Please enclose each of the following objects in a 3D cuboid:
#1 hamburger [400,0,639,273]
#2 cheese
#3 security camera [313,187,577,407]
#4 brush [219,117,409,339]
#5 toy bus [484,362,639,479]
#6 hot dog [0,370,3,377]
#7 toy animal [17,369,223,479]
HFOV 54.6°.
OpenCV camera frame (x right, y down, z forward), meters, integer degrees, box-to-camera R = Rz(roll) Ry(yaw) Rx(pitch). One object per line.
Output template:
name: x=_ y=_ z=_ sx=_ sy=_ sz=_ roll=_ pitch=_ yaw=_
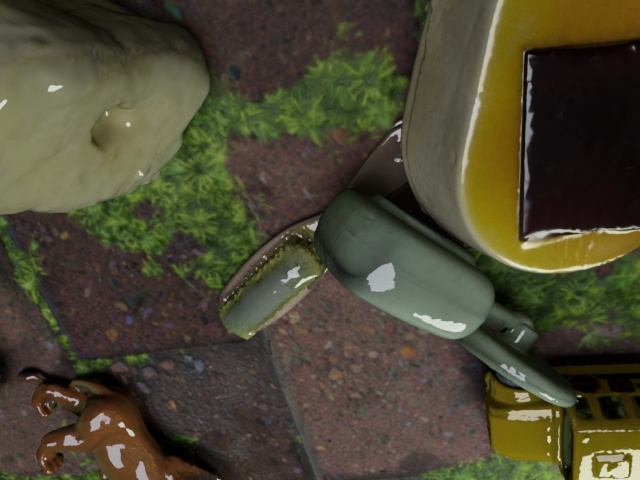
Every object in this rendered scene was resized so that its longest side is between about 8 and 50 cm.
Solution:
hamburger: x=0.184 y=-0.118 z=0.476 sx=0.227 sy=0.151 sz=0.295 roll=9 pitch=111 yaw=-4
cheese: x=-0.251 y=-0.127 z=0.487 sx=0.251 sy=0.248 sz=0.173 roll=32 pitch=117 yaw=-2
security camera: x=0.129 y=0.054 z=0.562 sx=0.302 sy=0.157 sz=0.080 roll=32 pitch=97 yaw=-25
brush: x=0.001 y=0.002 z=0.617 sx=0.072 sy=0.067 sz=0.313 roll=41 pitch=115 yaw=-13
toy bus: x=0.344 y=0.189 z=0.631 sx=0.336 sy=0.123 sz=0.121 roll=-5 pitch=118 yaw=11
hot dog: x=-0.450 y=0.105 z=0.730 sx=0.076 sy=0.102 sz=0.249 roll=-30 pitch=121 yaw=-22
toy animal: x=-0.243 y=0.272 z=0.796 sx=0.158 sy=0.097 sz=0.312 roll=-29 pitch=109 yaw=9
